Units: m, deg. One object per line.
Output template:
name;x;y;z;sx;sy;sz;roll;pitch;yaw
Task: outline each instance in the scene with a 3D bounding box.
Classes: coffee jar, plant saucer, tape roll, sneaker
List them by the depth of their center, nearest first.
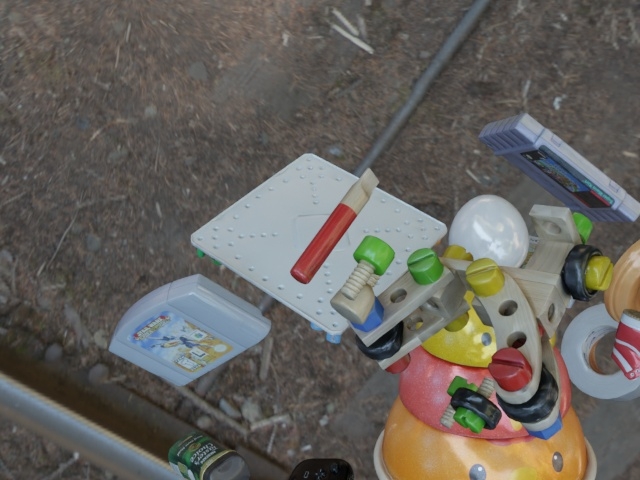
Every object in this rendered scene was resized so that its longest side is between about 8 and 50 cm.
sneaker;0.353;0.122;0.828;0.042;0.118;0.067;-3;114;-47
plant saucer;0.568;0.069;1.360;0.200;0.037;0.200;-9;123;-15
coffee jar;-0.224;0.452;1.649;0.096;0.184;0.079;-32;115;-31
tape roll;0.673;0.259;1.892;0.072;0.219;0.219;20;103;-45

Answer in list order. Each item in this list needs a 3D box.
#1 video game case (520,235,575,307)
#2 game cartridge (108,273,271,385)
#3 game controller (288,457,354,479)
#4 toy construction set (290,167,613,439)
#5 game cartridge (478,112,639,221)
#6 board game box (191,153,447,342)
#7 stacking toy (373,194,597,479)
video game case;0.411;0.050;1.558;0.193;0.212;0.023;14;121;28
game cartridge;-0.258;0.171;1.522;0.198;0.062;0.297;30;135;-30
game controller;-0.033;0.607;1.717;0.166;0.319;0.067;-5;137;32
toy construction set;0.153;0.034;0.866;0.309;0.257;0.237;40;72;-16
game cartridge;0.548;-0.158;1.893;0.355;0.230;0.068;36;89;-9
board game box;0.000;0.000;1.706;0.390;0.390;0.050;-40;148;-35
stacking toy;0.244;0.164;1.254;0.350;0.350;0.480;-9;110;-10
